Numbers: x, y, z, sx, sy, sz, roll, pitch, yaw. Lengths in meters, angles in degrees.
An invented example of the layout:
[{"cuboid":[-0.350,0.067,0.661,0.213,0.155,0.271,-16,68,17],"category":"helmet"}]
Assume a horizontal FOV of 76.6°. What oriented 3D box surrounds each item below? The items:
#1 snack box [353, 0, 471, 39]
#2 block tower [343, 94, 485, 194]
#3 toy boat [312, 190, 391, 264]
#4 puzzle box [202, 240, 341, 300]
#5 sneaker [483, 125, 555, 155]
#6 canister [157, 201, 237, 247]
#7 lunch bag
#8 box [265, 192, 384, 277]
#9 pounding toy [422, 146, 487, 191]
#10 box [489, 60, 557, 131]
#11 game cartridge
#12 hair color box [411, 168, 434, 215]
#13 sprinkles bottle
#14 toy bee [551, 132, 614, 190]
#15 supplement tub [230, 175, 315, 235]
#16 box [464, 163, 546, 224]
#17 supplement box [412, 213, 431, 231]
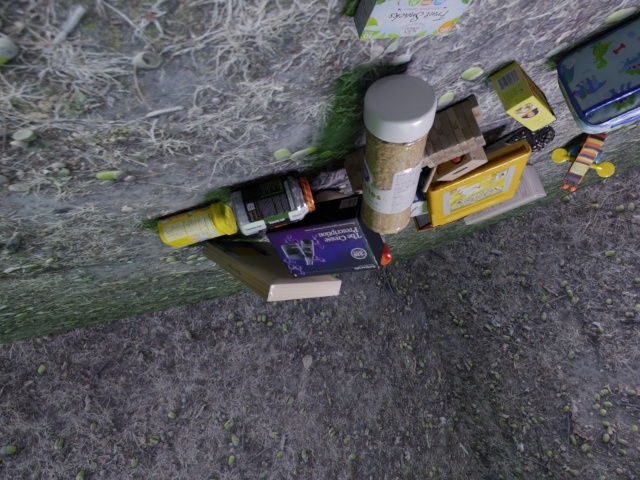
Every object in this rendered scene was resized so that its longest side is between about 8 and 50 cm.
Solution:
[{"cuboid":[0.123,-0.306,0.510,0.141,0.037,0.100,-13,170,-17],"category":"snack box"},{"cuboid":[0.218,-0.212,0.959,0.336,0.097,0.091,-22,167,23],"category":"block tower"},{"cuboid":[0.075,-0.013,1.281,0.318,0.148,0.267,20,113,-17],"category":"toy boat"},{"cuboid":[-0.166,0.084,1.305,0.272,0.052,0.409,1,-164,-42],"category":"puzzle box"},{"cuboid":[0.571,-0.277,1.216,0.237,0.085,0.086,-26,-168,27],"category":"sneaker"},{"cuboid":[-0.324,-0.039,1.074,0.170,0.073,0.126,-16,169,3],"category":"canister"},{"cuboid":[0.590,-0.316,0.771,0.219,0.176,0.090,-22,168,28],"category":"lunch bag"},{"cuboid":[0.015,-0.004,1.084,0.261,0.103,0.184,-9,132,26],"category":"box"},{"cuboid":[0.319,-0.208,1.021,0.100,0.130,0.141,-7,166,-38],"category":"pounding toy"},{"cuboid":[0.440,-0.301,0.869,0.058,0.087,0.232,-28,163,38],"category":"box"},{"cuboid":[0.465,-0.152,1.231,0.286,0.052,0.323,-22,157,10],"category":"game cartridge"},{"cuboid":[0.312,-0.150,1.355,0.348,0.105,0.174,-14,166,-11],"category":"hair color box"},{"cuboid":[0.144,-0.150,0.817,0.121,0.121,0.355,-16,150,-5],"category":"sprinkles bottle"},{"cuboid":[0.969,-0.268,1.499,0.195,0.162,0.298,23,175,44],"category":"toy bee"},{"cuboid":[-0.115,-0.091,1.005,0.191,0.116,0.117,-16,169,-2],"category":"supplement tub"},{"cuboid":[0.747,-0.188,1.700,0.121,0.147,0.311,-7,166,-43],"category":"box"},{"cuboid":[0.486,-0.139,1.598,0.192,0.129,0.194,-13,168,-19],"category":"supplement box"}]
